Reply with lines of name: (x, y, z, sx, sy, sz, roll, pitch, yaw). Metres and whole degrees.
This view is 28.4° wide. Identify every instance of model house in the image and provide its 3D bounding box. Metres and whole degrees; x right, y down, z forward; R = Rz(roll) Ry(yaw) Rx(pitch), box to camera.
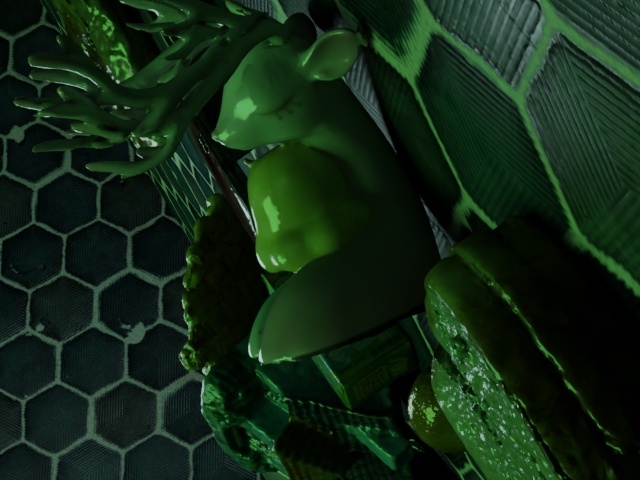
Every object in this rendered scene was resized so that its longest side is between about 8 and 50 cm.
model house: (0.020, 0.239, 1.569, 0.241, 0.226, 0.261, 40, 164, 32)

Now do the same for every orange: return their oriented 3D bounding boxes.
orange: (0.122, 0.150, 1.159, 0.085, 0.085, 0.095, 49, 168, 47)

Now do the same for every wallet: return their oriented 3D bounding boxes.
wallet: (-0.107, -0.081, 1.391, 0.232, 0.025, 0.119, 56, 172, 37)

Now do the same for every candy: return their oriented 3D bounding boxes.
candy: (0.020, 0.093, 1.469, 0.194, 0.097, 0.062, 51, 169, 36)

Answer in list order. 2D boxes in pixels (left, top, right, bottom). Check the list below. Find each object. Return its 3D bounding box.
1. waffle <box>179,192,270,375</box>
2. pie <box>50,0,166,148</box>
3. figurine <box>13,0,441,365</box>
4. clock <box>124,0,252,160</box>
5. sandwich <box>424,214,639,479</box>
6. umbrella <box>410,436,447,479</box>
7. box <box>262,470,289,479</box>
waffle: (-0.086, 0.073, 1.663, 0.051, 0.291, 0.291, -6, 122, 37)
pie: (-0.264, -0.234, 1.620, 0.306, 0.071, 0.306, 55, 169, 15)
figurine: (-0.066, -0.061, 0.968, 0.206, 0.284, 0.315, 164, 87, -79)
clock: (-0.170, -0.238, 1.527, 0.319, 0.066, 0.319, 56, 171, 14)
sandwich: (0.162, 0.128, 0.857, 0.249, 0.095, 0.273, 58, 172, 27)
umbrella: (0.108, 0.309, 1.711, 0.090, 0.094, 0.326, 49, 177, -30)
box: (0.086, 0.439, 1.904, 0.373, 0.090, 0.367, 31, 160, 22)
